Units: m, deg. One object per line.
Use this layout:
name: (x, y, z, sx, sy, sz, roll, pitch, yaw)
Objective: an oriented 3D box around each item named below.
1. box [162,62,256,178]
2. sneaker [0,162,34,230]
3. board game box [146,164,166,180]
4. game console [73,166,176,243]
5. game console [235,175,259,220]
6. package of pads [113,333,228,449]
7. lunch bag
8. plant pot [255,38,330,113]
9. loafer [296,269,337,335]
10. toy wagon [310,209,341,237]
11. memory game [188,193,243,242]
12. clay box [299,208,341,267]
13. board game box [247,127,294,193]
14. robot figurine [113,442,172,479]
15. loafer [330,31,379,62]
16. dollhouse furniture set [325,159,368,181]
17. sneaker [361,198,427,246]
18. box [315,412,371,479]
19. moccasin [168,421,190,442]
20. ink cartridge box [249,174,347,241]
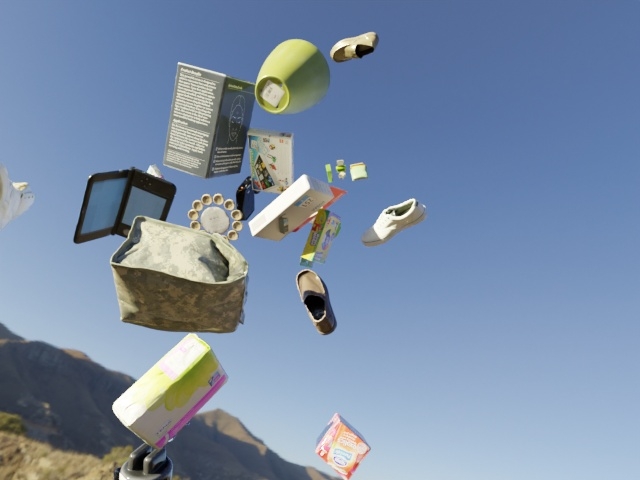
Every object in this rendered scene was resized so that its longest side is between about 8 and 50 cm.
box: (-0.441, -0.476, 1.754, 0.211, 0.293, 0.396, 19, -73, 11)
sneaker: (-0.984, -0.162, 1.345, 0.108, 0.169, 0.292, 32, -53, -9)
board game box: (-0.657, -0.214, 1.751, 0.103, 0.026, 0.154, -40, -99, 39)
game console: (-0.684, -0.093, 1.524, 0.250, 0.173, 0.293, 23, -62, -14)
game console: (-0.332, -0.267, 2.212, 0.043, 0.361, 0.213, 20, -44, 11)
package of pads: (-0.427, 0.443, 1.271, 0.101, 0.296, 0.229, 29, -32, 29)
lunch bag: (-0.304, 0.098, 0.998, 0.286, 0.169, 0.235, 14, -44, -5)
plant pot: (-0.133, -0.598, 1.660, 0.274, 0.294, 0.275, 10, -54, 14)
loafer: (-0.023, 0.267, 2.051, 0.133, 0.366, 0.130, -30, -39, 0)
toy wagon: (-0.028, -0.124, 2.001, 0.267, 0.068, 0.344, 29, 12, -3)
memory game: (-0.344, -0.067, 1.426, 0.186, 0.012, 0.186, 2, -67, 4)
clay box: (0.000, 0.000, 1.600, 0.053, 0.222, 0.127, 19, 0, 23)
board game box: (-0.217, -0.345, 1.921, 0.192, 0.053, 0.305, 9, -45, 6)
robot figurine: (-0.597, 0.848, 1.478, 0.173, 0.278, 0.209, 2, 5, -38)
loafer: (0.094, -0.543, 1.226, 0.147, 0.050, 0.056, -13, -36, 28)
dollhouse furniture set: (0.098, -0.260, 1.580, 0.151, 0.076, 0.059, -9, -40, 2)
sneaker: (0.241, -0.070, 1.512, 0.258, 0.094, 0.091, -31, -53, 21)
box: (0.068, 0.662, 1.406, 0.128, 0.123, 0.257, 39, -13, 10)
moccasin: (-0.559, 0.659, 1.568, 0.116, 0.138, 0.342, 22, -43, 14)
ink cartridge box: (-0.069, -0.099, 1.570, 0.296, 0.066, 0.261, -37, -28, 29)
